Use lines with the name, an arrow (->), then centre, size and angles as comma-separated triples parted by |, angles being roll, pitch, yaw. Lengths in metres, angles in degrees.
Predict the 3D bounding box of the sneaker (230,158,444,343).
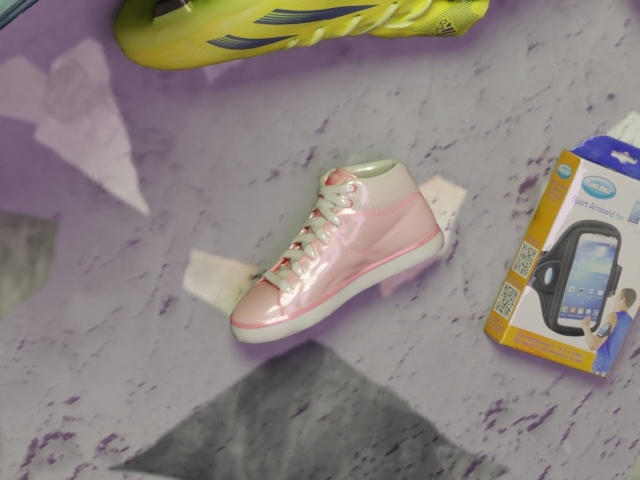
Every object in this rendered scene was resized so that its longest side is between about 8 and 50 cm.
sneaker -> 0.000, 0.000, 1.091 | 0.134, 0.051, 0.070 | -28, 114, -14

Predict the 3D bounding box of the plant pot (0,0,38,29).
plant pot -> -0.173, -0.203, 0.753 | 0.271, 0.271, 0.255 | -40, 100, -5

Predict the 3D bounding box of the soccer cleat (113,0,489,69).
soccer cleat -> 0.034, -0.141, 1.035 | 0.289, 0.093, 0.121 | -26, 125, -10

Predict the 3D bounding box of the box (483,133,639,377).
box -> 0.161, 0.008, 1.169 | 0.081, 0.028, 0.136 | 18, 102, -25
